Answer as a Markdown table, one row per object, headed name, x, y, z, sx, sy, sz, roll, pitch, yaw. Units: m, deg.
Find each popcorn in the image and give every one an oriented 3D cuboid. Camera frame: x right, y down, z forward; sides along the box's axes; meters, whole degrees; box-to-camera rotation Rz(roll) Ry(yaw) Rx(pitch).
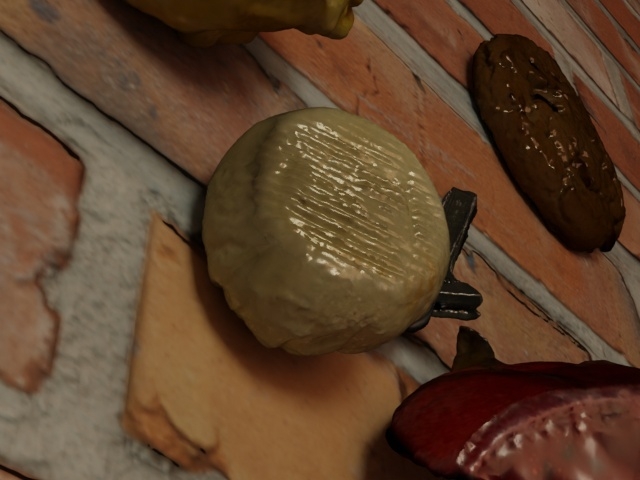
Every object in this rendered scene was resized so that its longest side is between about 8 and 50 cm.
| name | x | y | z | sx | sy | sz | roll | pitch | yaw |
| --- | --- | --- | --- | --- | --- | --- | --- | --- | --- |
| popcorn | -0.063 | -0.230 | 0.788 | 0.253 | 0.190 | 0.191 | 37 | 2 | -16 |

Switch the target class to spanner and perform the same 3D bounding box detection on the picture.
| name | x | y | z | sx | sy | sz | roll | pitch | yaw |
| --- | --- | --- | --- | --- | --- | --- | --- | --- | --- |
| spanner | 0.098 | 0.009 | 0.924 | 0.093 | 0.026 | 0.325 | 14 | 21 | 9 |

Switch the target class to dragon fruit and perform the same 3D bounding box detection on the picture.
| name | x | y | z | sx | sy | sz | roll | pitch | yaw |
| --- | --- | --- | --- | --- | --- | --- | --- | --- | --- |
| dragon fruit | 0.204 | 0.135 | 0.786 | 0.343 | 0.100 | 0.282 | 17 | 1 | -12 |

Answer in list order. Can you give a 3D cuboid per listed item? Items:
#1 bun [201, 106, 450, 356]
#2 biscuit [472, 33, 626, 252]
| name | x | y | z | sx | sy | sz | roll | pitch | yaw |
| --- | --- | --- | --- | --- | --- | --- | --- | --- | --- |
| bun | 0.000 | 0.000 | 0.725 | 0.164 | 0.111 | 0.188 | 24 | 42 | -20 |
| biscuit | 0.283 | -0.124 | 1.334 | 0.296 | 0.075 | 0.296 | 39 | 34 | -32 |
